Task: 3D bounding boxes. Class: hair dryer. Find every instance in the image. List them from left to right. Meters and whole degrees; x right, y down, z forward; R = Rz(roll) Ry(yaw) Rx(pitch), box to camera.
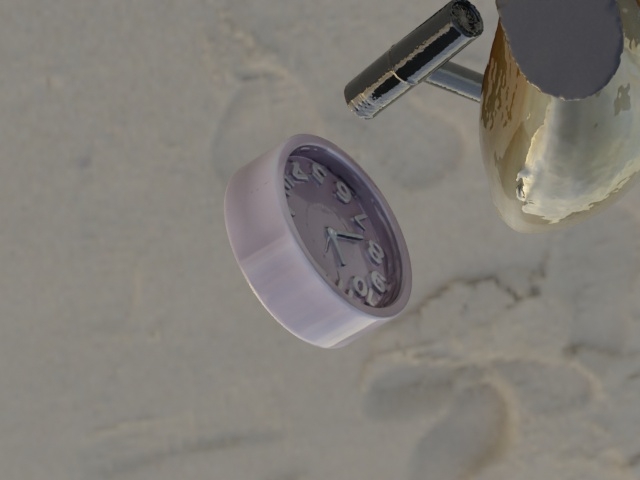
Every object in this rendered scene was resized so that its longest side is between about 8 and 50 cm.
[{"bbox_3d":[0.149,-0.169,1.765,0.195,0.050,0.173,5,155,-35],"label":"hair dryer"}]

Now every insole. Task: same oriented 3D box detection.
[{"bbox_3d":[0.131,-0.250,1.150,0.111,0.328,0.007,-9,-171,28],"label":"insole"}]

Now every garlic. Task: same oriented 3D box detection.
[{"bbox_3d":[0.255,-0.157,1.592,0.286,0.249,0.313,-32,123,-42],"label":"garlic"}]

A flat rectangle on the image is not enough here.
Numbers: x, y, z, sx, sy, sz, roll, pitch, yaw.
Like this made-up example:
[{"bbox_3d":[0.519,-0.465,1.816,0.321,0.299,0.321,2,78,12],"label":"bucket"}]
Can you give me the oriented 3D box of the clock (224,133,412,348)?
[{"bbox_3d":[0.000,0.000,1.664,0.068,0.197,0.197,-30,140,30],"label":"clock"}]
